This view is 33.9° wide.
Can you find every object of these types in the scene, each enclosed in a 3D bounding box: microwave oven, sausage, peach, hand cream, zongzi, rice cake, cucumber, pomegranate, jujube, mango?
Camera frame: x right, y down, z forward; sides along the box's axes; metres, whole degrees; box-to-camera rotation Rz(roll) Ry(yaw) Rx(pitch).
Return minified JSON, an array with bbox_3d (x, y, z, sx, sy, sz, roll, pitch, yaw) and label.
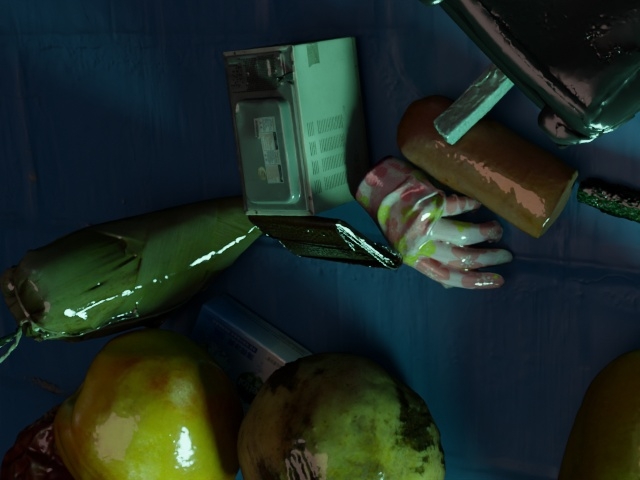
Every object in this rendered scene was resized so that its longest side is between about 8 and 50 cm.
[{"bbox_3d":[-0.037,-0.168,1.540,0.145,0.194,0.240,3,106,39],"label":"microwave oven"},{"bbox_3d":[0.224,-0.112,1.456,0.259,0.113,0.113,34,118,20],"label":"sausage"},{"bbox_3d":[-0.250,0.294,1.661,0.308,0.289,0.289,33,121,-14],"label":"peach"},{"bbox_3d":[0.160,-0.091,1.552,0.102,0.022,0.035,7,112,23],"label":"hand cream"},{"bbox_3d":[-0.299,0.033,1.606,0.418,0.447,0.181,-30,82,28],"label":"zongzi"},{"bbox_3d":[0.247,-0.227,1.394,0.245,0.045,0.042,-47,65,5],"label":"rice cake"},{"bbox_3d":[0.463,-0.031,1.381,0.257,0.043,0.044,18,117,24],"label":"cucumber"},{"bbox_3d":[0.029,0.325,1.589,0.322,0.322,0.322,8,108,28],"label":"pomegranate"},{"bbox_3d":[-0.425,0.426,1.899,0.377,0.276,0.276,-36,84,49],"label":"jujube"},{"bbox_3d":[0.453,0.363,1.395,0.300,0.232,0.445,3,98,34],"label":"mango"}]

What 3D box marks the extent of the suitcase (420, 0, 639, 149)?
[{"bbox_3d":[0.317,-0.325,1.261,0.339,0.188,0.345,-44,85,8],"label":"suitcase"}]

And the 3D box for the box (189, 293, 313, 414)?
[{"bbox_3d":[-0.127,0.201,1.765,0.194,0.073,0.139,33,118,18],"label":"box"}]

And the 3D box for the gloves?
[{"bbox_3d":[0.163,-0.010,1.513,0.241,0.126,0.145,44,119,15],"label":"gloves"}]

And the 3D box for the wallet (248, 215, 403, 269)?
[{"bbox_3d":[0.000,0.000,1.558,0.243,0.133,0.039,7,66,55],"label":"wallet"}]
